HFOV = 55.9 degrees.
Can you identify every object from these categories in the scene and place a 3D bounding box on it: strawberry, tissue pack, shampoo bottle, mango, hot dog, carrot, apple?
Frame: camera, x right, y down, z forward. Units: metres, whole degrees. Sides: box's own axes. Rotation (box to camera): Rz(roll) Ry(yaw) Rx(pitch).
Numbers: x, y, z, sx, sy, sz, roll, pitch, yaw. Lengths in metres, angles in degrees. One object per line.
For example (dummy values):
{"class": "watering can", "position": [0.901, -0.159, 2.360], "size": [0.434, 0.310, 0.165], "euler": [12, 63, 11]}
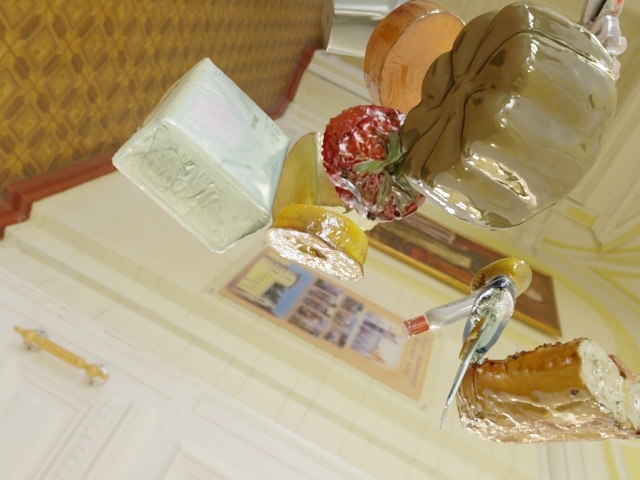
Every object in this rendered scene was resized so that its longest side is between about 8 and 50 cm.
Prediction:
{"class": "strawberry", "position": [0.119, -0.182, 1.358], "size": [0.261, 0.261, 0.258], "euler": [-62, -152, -1]}
{"class": "tissue pack", "position": [-0.261, -0.215, 1.455], "size": [0.205, 0.332, 0.404], "euler": [-36, -156, 23]}
{"class": "shampoo bottle", "position": [0.301, 0.177, 1.435], "size": [0.221, 0.051, 0.108], "euler": [-19, 178, -10]}
{"class": "mango", "position": [0.566, 0.125, 1.883], "size": [0.167, 0.129, 0.262], "euler": [-12, 159, -18]}
{"class": "hot dog", "position": [0.490, 0.346, 1.330], "size": [0.366, 0.367, 0.196], "euler": [-24, -129, 37]}
{"class": "carrot", "position": [0.242, -0.449, 1.546], "size": [0.100, 0.259, 0.307], "euler": [-114, -150, -48]}
{"class": "apple", "position": [0.003, -0.115, 1.637], "size": [0.252, 0.314, 0.309], "euler": [-45, -176, -26]}

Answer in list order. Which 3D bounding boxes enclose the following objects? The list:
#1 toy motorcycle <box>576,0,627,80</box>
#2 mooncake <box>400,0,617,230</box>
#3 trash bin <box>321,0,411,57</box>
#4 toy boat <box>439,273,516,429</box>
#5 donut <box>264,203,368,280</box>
{"class": "toy motorcycle", "position": [0.630, -0.438, 1.366], "size": [0.171, 0.110, 0.260], "euler": [-127, -135, -71]}
{"class": "mooncake", "position": [0.294, -0.213, 1.035], "size": [0.378, 0.201, 0.378], "euler": [-48, -154, 33]}
{"class": "trash bin", "position": [0.140, -0.639, 1.755], "size": [0.219, 0.250, 0.219], "euler": [105, -18, -56]}
{"class": "toy boat", "position": [0.263, 0.199, 1.027], "size": [0.220, 0.067, 0.291], "euler": [97, 20, -48]}
{"class": "donut", "position": [0.000, -0.001, 1.070], "size": [0.074, 0.190, 0.174], "euler": [-67, 153, -18]}
